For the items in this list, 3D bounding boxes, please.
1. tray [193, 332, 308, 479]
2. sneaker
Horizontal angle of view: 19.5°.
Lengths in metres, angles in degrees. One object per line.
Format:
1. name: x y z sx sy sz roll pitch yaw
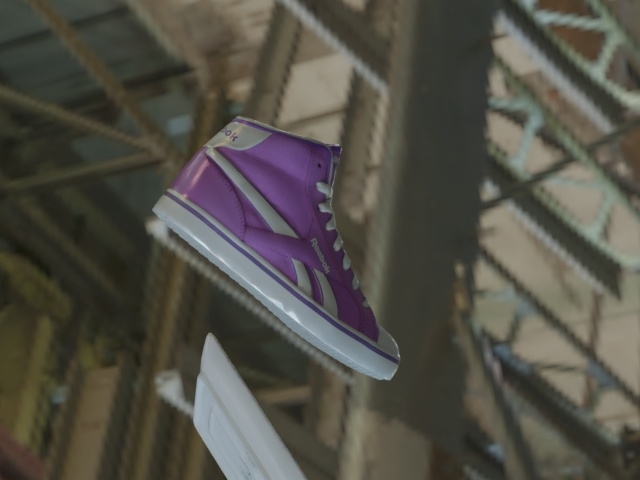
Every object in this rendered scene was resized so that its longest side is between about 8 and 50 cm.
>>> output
1. tray: -0.060 0.231 1.832 0.270 0.030 0.145 55 153 29
2. sneaker: 0.000 0.000 1.727 0.282 0.102 0.161 42 -100 -20
